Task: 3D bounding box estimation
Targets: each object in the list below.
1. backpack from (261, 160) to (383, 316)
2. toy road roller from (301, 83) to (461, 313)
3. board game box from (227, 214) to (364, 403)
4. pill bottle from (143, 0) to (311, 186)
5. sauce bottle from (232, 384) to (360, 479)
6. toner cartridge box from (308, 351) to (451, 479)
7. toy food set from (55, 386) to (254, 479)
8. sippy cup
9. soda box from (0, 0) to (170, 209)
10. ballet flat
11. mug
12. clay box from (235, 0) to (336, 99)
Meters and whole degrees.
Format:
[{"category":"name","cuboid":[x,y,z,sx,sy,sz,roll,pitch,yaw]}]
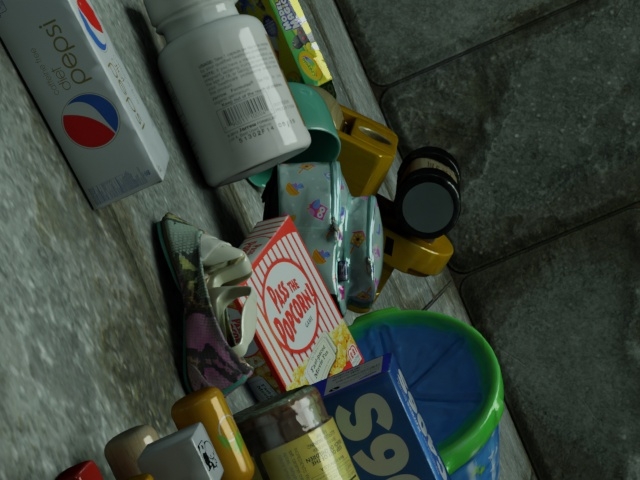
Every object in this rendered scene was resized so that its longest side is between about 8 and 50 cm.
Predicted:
[{"category":"backpack","cuboid":[0.000,0.000,1.795,0.166,0.144,0.188,68,13,-82]},{"category":"toy road roller","cuboid":[0.037,-0.050,2.224,0.329,0.241,0.202,28,15,-3]},{"category":"board game box","cuboid":[-0.037,0.094,1.641,0.194,0.045,0.147,62,35,-21]},{"category":"pill bottle","cuboid":[-0.111,-0.188,1.783,0.131,0.131,0.229,-15,82,-80]},{"category":"sauce bottle","cuboid":[0.013,0.304,1.408,0.111,0.111,0.344,-26,94,-80]},{"category":"toner cartridge box","cuboid":[0.064,0.300,1.515,0.075,0.165,0.348,-58,124,-77]},{"category":"toy food set","cuboid":[-0.105,0.184,1.023,0.232,0.111,0.105,-66,132,-80]},{"category":"sippy cup","cuboid":[0.105,0.237,1.775,0.305,0.240,0.224,-58,145,-36]},{"category":"soda box","cuboid":[-0.208,-0.141,1.342,0.074,0.069,0.216,-88,154,-69]},{"category":"ballet flat","cuboid":[-0.098,0.053,1.460,0.077,0.079,0.222,55,15,-46]},{"category":"mug","cuboid":[-0.053,-0.135,2.032,0.158,0.129,0.097,-59,-137,50]},{"category":"clay box","cuboid":[-0.061,-0.292,2.348,0.127,0.053,0.222,-17,-83,62]}]
